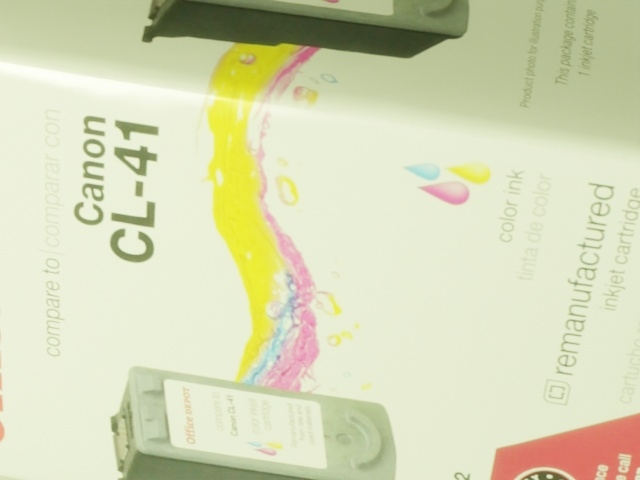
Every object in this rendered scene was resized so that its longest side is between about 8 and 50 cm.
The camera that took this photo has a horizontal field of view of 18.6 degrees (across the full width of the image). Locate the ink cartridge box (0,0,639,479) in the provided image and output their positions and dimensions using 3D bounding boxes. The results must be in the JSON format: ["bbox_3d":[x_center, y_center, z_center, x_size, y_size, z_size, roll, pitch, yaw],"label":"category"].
[{"bbox_3d":[0.000,0.000,0.771,0.306,0.131,0.226,8,130,3],"label":"ink cartridge box"}]
